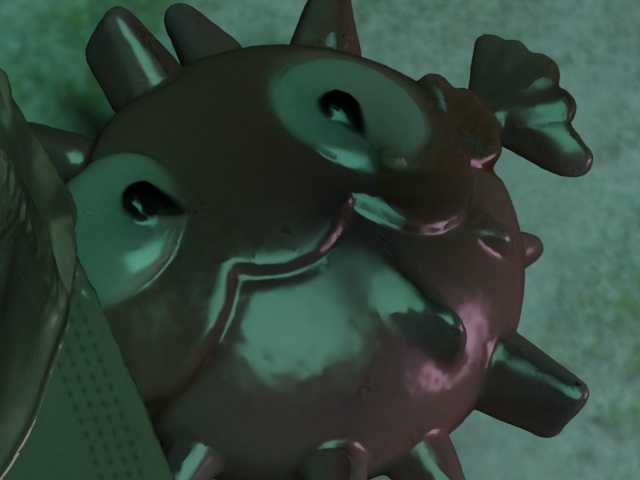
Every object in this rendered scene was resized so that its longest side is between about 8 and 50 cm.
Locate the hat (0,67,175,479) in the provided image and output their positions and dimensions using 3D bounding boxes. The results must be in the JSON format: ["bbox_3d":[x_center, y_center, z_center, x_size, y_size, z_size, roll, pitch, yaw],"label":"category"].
[{"bbox_3d":[-0.125,0.070,0.449,0.214,0.149,0.244,-29,71,-19],"label":"hat"}]

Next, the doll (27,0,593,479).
[{"bbox_3d":[0.000,0.000,0.613,0.262,0.093,0.211,-29,75,-32],"label":"doll"}]
